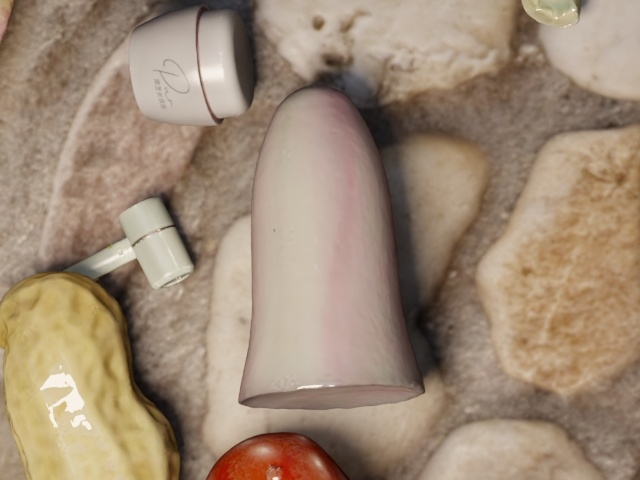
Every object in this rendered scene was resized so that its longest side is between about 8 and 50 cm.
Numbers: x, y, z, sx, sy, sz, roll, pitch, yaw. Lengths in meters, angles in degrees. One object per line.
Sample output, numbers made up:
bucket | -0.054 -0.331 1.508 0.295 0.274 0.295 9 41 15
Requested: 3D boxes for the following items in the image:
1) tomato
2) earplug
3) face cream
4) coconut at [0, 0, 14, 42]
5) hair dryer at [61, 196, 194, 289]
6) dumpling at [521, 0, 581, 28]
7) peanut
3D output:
tomato | -0.035 0.253 1.576 0.167 0.167 0.167 0 83 3
earplug | 0.000 0.000 1.602 0.172 0.172 0.301 -5 78 3
face cream | -0.122 -0.166 1.642 0.104 0.117 0.117 -7 83 9
coconut | -0.433 -0.224 1.583 0.297 0.309 0.297 -16 50 20
hair dryer | -0.198 0.023 1.662 0.137 0.047 0.082 -26 83 5
dumpling | 0.224 -0.243 1.672 0.059 0.043 0.077 -21 96 19
peanut | -0.216 0.179 1.594 0.152 0.152 0.313 -18 79 1
